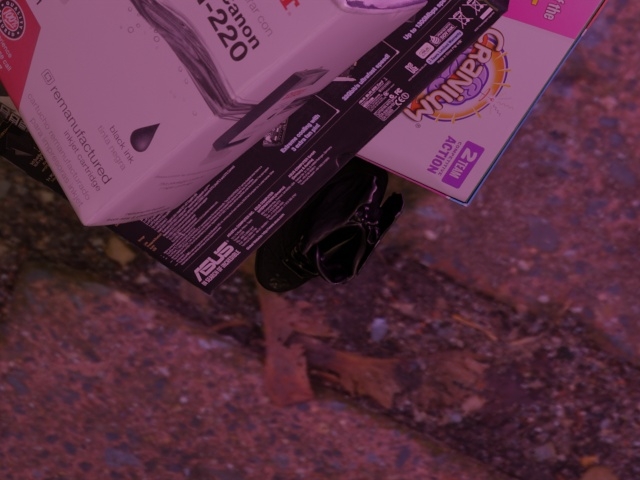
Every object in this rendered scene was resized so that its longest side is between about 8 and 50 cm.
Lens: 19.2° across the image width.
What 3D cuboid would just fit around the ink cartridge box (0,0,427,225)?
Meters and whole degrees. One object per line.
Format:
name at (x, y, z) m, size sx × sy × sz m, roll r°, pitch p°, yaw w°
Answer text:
ink cartridge box at (-0.072, -0.130, 1.021) m, size 0.218 × 0.092 × 0.158 m, roll -37°, pitch 79°, yaw 31°

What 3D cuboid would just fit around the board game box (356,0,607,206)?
board game box at (0.012, -0.182, 1.211) m, size 0.316 × 0.064 × 0.242 m, roll 24°, pitch 128°, yaw -11°

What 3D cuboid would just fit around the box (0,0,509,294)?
box at (-0.071, -0.133, 1.171) m, size 0.242 × 0.076 × 0.307 m, roll 34°, pitch 125°, yaw -17°

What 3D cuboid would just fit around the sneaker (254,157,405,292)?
sneaker at (0.002, 0.001, 1.344) m, size 0.051 × 0.089 × 0.170 m, roll 33°, pitch 126°, yaw -17°
